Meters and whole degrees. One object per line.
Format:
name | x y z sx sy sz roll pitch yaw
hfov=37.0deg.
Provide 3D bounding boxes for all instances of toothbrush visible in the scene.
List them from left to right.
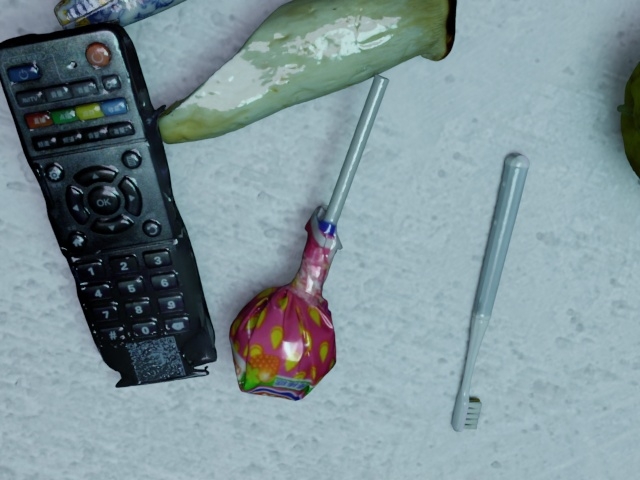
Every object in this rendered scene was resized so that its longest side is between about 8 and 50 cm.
toothbrush | 0.197 0.067 1.117 0.030 0.025 0.342 3 105 -17

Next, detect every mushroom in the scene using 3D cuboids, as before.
mushroom | -0.017 -0.192 0.981 0.333 0.087 0.107 -19 109 -2

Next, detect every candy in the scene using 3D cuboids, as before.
candy | 0.000 0.000 1.012 0.124 0.124 0.365 16 105 -13

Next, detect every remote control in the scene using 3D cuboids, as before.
remote control | -0.201 -0.026 0.972 0.144 0.062 0.399 -9 119 3

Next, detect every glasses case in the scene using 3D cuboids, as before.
glasses case | -0.143 -0.267 0.937 0.248 0.087 0.065 -27 112 2

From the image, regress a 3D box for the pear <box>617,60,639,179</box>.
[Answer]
pear | 0.473 -0.125 0.994 0.321 0.269 0.269 6 105 2
